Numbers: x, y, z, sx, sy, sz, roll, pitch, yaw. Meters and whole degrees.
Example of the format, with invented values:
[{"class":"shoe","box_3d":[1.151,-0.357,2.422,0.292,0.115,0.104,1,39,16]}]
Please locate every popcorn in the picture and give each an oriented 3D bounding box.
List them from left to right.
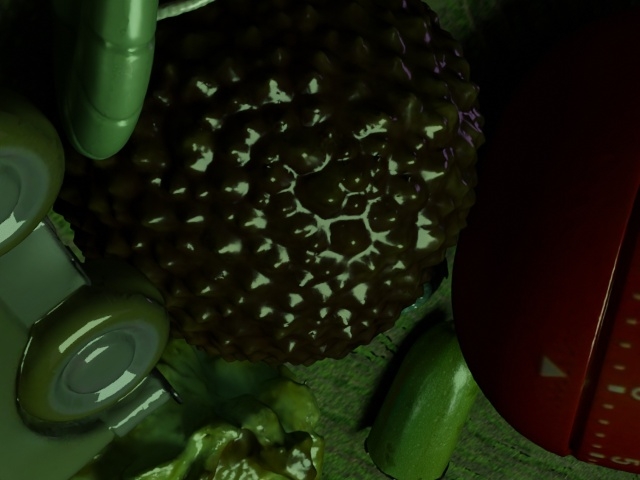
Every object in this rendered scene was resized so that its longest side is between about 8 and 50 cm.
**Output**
[{"class":"popcorn","box_3d":[-0.106,0.173,1.212,0.221,0.183,0.204,-7,126,-28]}]

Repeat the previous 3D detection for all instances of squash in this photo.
[{"class":"squash","box_3d":[0.111,0.157,1.557,0.095,0.095,0.188,-20,143,-35]}]

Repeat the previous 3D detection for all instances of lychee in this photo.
[{"class":"lychee","box_3d":[-0.041,-0.054,0.908,0.267,0.267,0.267,-31,151,-20]}]

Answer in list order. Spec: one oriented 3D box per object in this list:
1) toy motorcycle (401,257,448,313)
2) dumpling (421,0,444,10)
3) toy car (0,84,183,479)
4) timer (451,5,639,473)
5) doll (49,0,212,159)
[{"class":"toy motorcycle","box_3d":[0.000,-0.001,1.188,0.198,0.109,0.296,-25,149,-7]},{"class":"dumpling","box_3d":[0.046,-0.245,0.898,0.166,0.086,0.332,-11,155,11]},{"class":"toy car","box_3d":[-0.236,-0.002,0.722,0.226,0.242,0.336,-37,151,-10]},{"class":"timer","box_3d":[0.260,-0.003,1.247,0.378,0.279,0.377,16,90,-78]},{"class":"doll","box_3d":[-0.071,-0.188,0.668,0.216,0.284,0.268,5,115,-12]}]
